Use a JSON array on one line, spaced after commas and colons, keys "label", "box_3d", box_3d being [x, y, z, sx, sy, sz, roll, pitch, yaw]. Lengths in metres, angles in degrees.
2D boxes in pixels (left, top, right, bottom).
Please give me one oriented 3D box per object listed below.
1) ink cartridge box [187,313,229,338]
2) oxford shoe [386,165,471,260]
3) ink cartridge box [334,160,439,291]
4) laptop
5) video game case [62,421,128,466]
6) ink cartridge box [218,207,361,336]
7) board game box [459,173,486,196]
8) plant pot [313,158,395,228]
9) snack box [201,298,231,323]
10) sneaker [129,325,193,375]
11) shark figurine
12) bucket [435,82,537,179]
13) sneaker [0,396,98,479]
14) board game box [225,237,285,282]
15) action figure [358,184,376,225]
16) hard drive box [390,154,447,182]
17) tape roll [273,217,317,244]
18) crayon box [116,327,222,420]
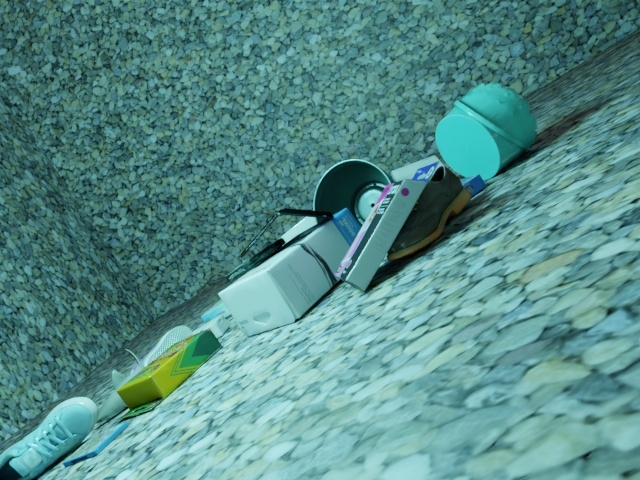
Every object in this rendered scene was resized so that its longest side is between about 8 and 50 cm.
[{"label": "ink cartridge box", "box_3d": [-0.403, 0.332, 2.009, 0.135, 0.056, 0.099, -31, 7, 13]}, {"label": "oxford shoe", "box_3d": [0.264, -0.074, 1.495, 0.130, 0.133, 0.363, -24, 15, 49]}, {"label": "ink cartridge box", "box_3d": [0.165, -0.048, 1.436, 0.371, 0.069, 0.176, -57, 7, -3]}, {"label": "laptop", "box_3d": [-0.101, -0.023, 1.731, 0.264, 0.136, 0.234, -49, 4, 5]}, {"label": "video game case", "box_3d": [-0.608, 0.551, 1.519, 0.166, 0.015, 0.119, -28, 7, 32]}, {"label": "ink cartridge box", "box_3d": [-0.070, 0.095, 1.702, 0.285, 0.166, 0.395, -27, 9, 47]}, {"label": "board game box", "box_3d": [0.392, -0.133, 1.739, 0.160, 0.047, 0.210, -34, 7, -10]}, {"label": "plant pot", "box_3d": [0.150, -0.118, 1.890, 0.293, 0.293, 0.196, -29, -12, 27]}, {"label": "snack box", "box_3d": [-0.364, 0.250, 2.436, 0.187, 0.060, 0.322, -29, 7, 23]}, {"label": "sneaker", "box_3d": [-0.598, 0.423, 2.084, 0.161, 0.102, 0.282, -32, 6, 34]}, {"label": "shark figurine", "box_3d": [-0.629, 0.446, 1.816, 0.166, 0.116, 0.278, -25, 23, 24]}, {"label": "bucket", "box_3d": [0.513, -0.338, 1.771, 0.183, 0.281, 0.281, -41, 9, -24]}, {"label": "sneaker", "box_3d": [-0.794, 0.602, 1.604, 0.366, 0.135, 0.150, -41, 13, 4]}, {"label": "board game box", "box_3d": [-0.199, 0.059, 1.738, 0.186, 0.026, 0.126, -33, 4, 13]}, {"label": "action figure", "box_3d": [0.180, -0.096, 2.073, 0.164, 0.140, 0.276, 39, 112, 53]}, {"label": "hard drive box", "box_3d": [0.357, -0.211, 1.991, 0.181, 0.089, 0.232, -20, 20, 8]}, {"label": "tape roll", "box_3d": [-0.036, -0.055, 2.197, 0.392, 0.072, 0.392, -38, 1, 1]}, {"label": "crayon box", "box_3d": [-0.471, 0.401, 1.701, 0.202, 0.081, 0.318, -27, 9, 37]}]
